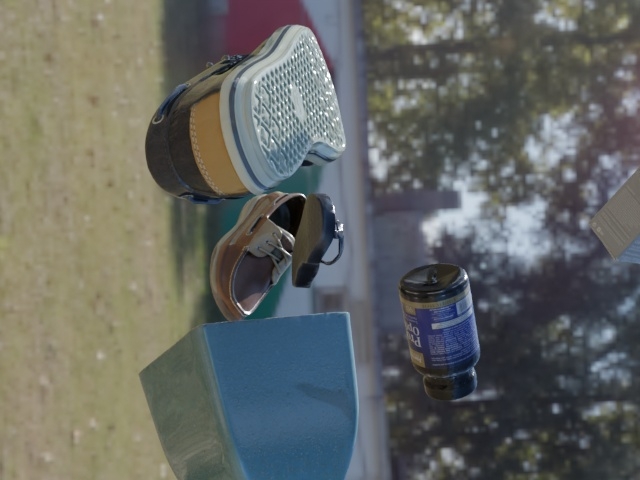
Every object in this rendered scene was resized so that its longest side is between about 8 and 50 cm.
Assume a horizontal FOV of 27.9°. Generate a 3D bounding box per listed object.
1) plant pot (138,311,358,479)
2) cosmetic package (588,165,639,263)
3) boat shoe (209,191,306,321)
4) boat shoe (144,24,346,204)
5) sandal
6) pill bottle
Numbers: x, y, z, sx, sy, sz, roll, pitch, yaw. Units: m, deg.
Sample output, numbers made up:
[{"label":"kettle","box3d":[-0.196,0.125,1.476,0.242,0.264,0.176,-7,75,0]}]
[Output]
[{"label":"plant pot","box3d":[-0.089,0.266,1.852,0.248,0.247,0.252,-39,-121,54]},{"label":"cosmetic package","box3d":[0.609,-0.074,2.299,0.238,0.127,0.107,-51,-128,30]},{"label":"boat shoe","box3d":[-0.104,0.014,2.312,0.123,0.116,0.324,53,35,-28]},{"label":"boat shoe","box3d":[-0.079,-0.152,1.577,0.500,0.156,0.187,-49,123,-70]},{"label":"sandal","box3d":[0.000,-0.001,1.794,0.254,0.054,0.097,117,-25,-74]},{"label":"pill bottle","box3d":[0.210,0.160,2.226,0.123,0.122,0.219,-93,172,-67]}]
